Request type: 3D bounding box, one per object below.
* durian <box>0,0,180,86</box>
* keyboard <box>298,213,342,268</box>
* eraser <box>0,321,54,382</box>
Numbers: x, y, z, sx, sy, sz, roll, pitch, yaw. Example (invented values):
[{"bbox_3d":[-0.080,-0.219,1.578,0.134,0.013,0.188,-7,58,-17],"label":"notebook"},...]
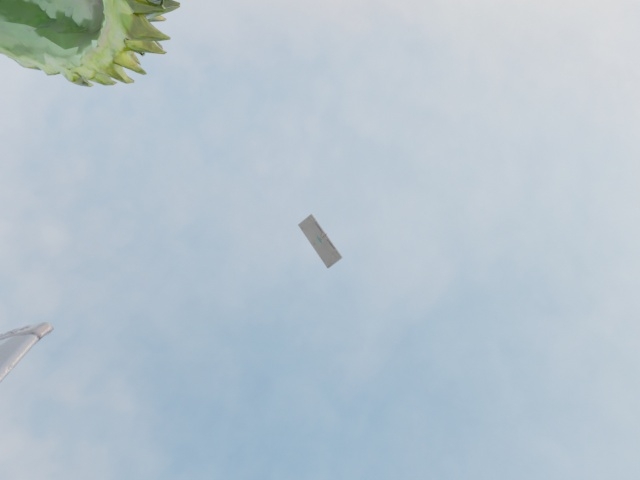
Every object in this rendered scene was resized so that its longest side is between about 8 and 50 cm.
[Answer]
[{"bbox_3d":[-0.238,-0.204,0.309,0.351,0.169,0.159,26,-74,3],"label":"durian"},{"bbox_3d":[0.000,0.000,1.396,0.055,0.017,0.166,-39,-119,8],"label":"keyboard"},{"bbox_3d":[-0.614,0.230,0.890,0.243,0.059,0.204,-12,-145,28],"label":"eraser"}]
